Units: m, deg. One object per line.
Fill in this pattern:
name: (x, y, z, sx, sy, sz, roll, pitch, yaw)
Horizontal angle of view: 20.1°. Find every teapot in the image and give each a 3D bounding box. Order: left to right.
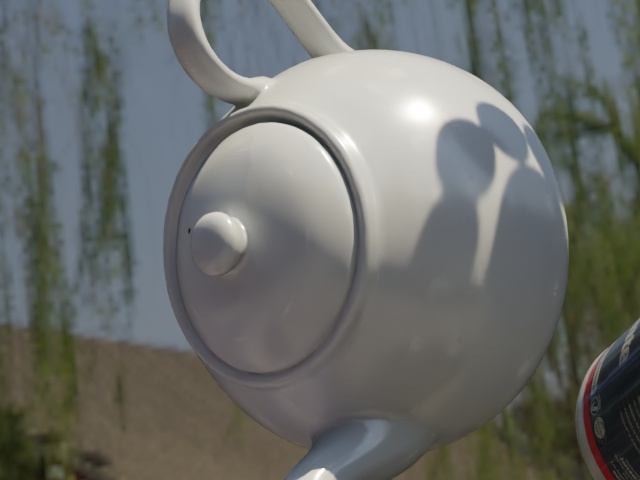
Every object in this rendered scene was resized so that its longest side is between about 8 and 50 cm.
teapot: (0.000, 0.000, 1.011, 0.187, 0.252, 0.256, 7, 21, -48)

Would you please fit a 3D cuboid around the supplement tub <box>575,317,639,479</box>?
supplement tub: (0.335, 0.111, 1.420, 0.191, 0.191, 0.272, -1, -27, -20)
